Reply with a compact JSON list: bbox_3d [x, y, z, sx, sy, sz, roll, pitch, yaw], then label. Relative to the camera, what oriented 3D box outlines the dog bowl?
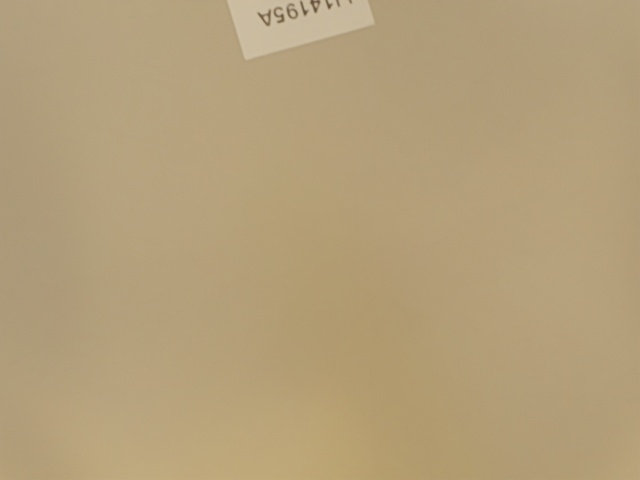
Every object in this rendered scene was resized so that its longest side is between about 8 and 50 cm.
[{"bbox_3d":[0.000,0.000,0.558,0.348,0.102,0.349,1,83,-8],"label":"dog bowl"}]
